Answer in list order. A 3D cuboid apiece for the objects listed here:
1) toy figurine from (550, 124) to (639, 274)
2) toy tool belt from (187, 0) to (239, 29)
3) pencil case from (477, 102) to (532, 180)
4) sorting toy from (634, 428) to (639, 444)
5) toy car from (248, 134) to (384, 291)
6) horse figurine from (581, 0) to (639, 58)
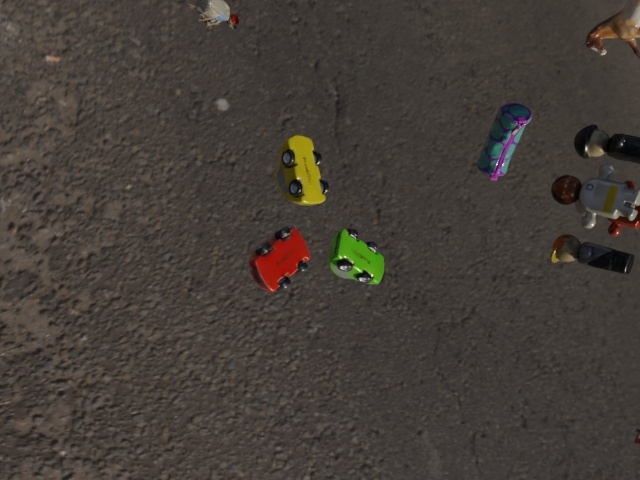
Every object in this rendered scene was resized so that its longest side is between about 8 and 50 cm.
[{"bbox_3d":[0.478,-0.068,1.156,0.209,0.148,0.213,-49,140,-29],"label":"toy figurine"},{"bbox_3d":[-0.183,-0.388,1.162,0.083,0.051,0.052,24,65,-58],"label":"toy tool belt"},{"bbox_3d":[0.370,-0.201,1.379,0.064,0.152,0.070,4,44,-8],"label":"pencil case"},{"bbox_3d":[0.607,0.307,1.196,0.046,0.274,0.132,27,85,9],"label":"sorting toy"},{"bbox_3d":[0.000,0.000,0.947,0.225,0.053,0.239,34,54,-34],"label":"toy car"},{"bbox_3d":[0.775,-0.538,1.619,0.174,0.263,0.066,32,36,5],"label":"horse figurine"}]
